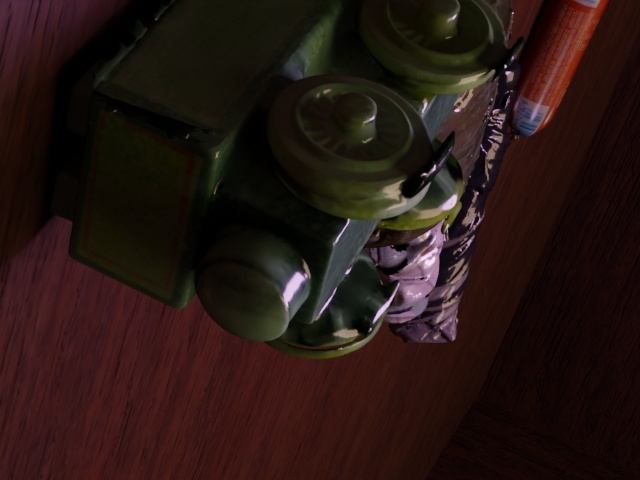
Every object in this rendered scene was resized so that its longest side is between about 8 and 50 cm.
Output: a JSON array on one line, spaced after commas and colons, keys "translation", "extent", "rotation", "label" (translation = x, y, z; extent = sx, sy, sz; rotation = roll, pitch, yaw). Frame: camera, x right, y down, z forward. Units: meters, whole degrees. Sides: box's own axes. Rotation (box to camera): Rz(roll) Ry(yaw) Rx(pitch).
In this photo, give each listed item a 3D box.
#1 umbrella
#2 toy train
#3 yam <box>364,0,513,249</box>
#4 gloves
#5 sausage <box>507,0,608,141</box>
[{"translation": [0.148, -0.051, 2.113], "extent": [0.113, 0.106, 0.358], "rotation": [-62, 167, -67], "label": "umbrella"}, {"translation": [-0.014, -0.064, 1.006], "extent": [0.272, 0.188, 0.159], "rotation": [-56, 168, -43], "label": "toy train"}, {"translation": [0.044, -0.108, 1.266], "extent": [0.161, 0.161, 0.268], "rotation": [-58, 171, -24], "label": "yam"}, {"translation": [0.058, -0.029, 1.569], "extent": [0.212, 0.111, 0.127], "rotation": [90, 22, -51], "label": "gloves"}, {"translation": [0.299, -0.240, 2.379], "extent": [0.083, 0.083, 0.264], "rotation": [-44, 160, -60], "label": "sausage"}]
